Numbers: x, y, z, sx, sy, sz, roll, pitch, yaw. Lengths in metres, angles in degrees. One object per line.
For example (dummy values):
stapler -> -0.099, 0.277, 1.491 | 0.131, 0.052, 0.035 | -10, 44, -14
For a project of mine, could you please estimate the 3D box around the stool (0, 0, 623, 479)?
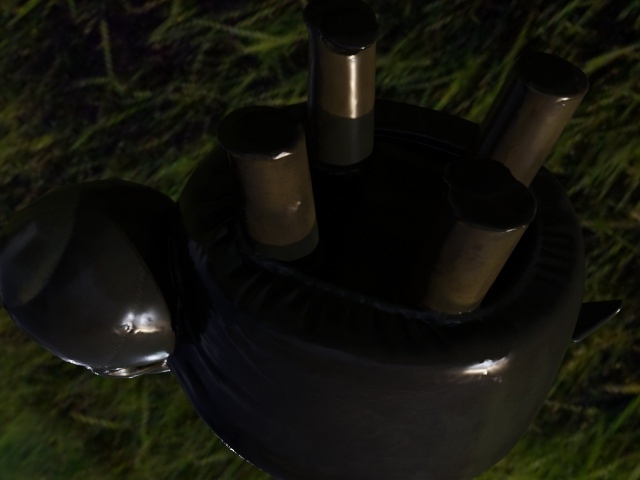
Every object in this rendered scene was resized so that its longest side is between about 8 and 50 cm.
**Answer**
stool -> 0.002, 0.006, 0.410 | 0.139, 0.228, 0.153 | 98, 151, -43
